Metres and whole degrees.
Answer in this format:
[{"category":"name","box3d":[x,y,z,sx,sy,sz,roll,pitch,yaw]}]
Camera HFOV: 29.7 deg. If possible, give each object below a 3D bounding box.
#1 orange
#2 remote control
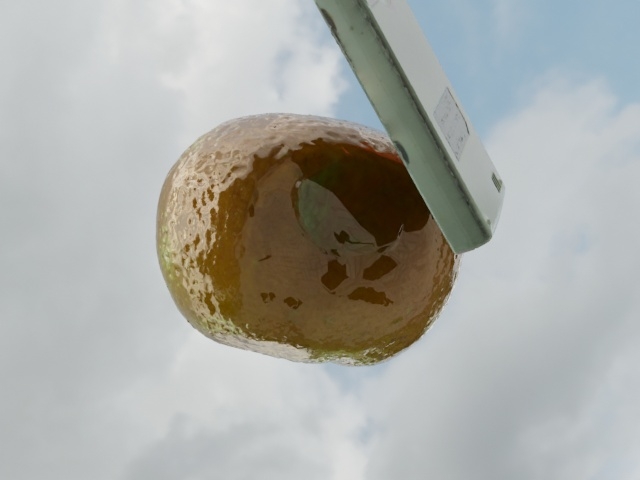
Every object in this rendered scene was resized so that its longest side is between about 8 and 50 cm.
[{"category":"orange","box3d":[0.002,0.000,1.269,0.335,0.196,0.262,14,-91,-21]},{"category":"remote control","box3d":[0.077,-0.158,1.149,0.344,0.050,0.145,60,-156,-13]}]
